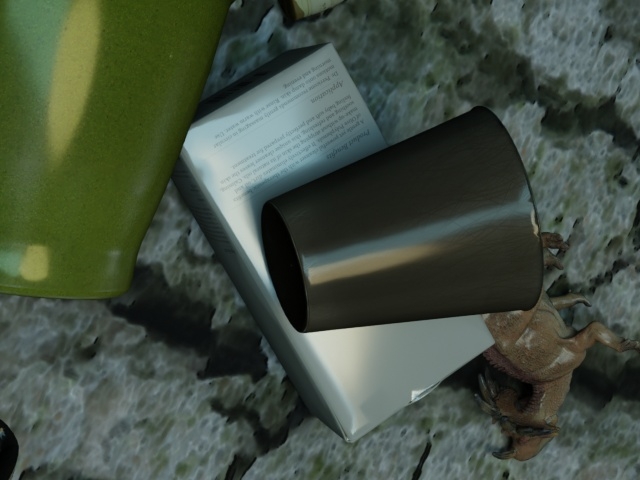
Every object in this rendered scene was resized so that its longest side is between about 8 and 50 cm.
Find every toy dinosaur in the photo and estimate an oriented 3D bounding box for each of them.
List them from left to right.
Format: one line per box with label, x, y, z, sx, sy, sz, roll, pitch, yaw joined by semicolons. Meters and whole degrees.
toy dinosaur;0.221;0.110;1.429;0.200;0.127;0.295;-38;99;-3

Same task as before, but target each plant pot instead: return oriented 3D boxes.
plant pot;-0.260;-0.136;1.126;0.367;0.366;0.352;7;93;-18

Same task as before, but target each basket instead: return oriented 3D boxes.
basket;0.071;-0.001;1.196;0.227;0.154;0.204;-16;96;-15

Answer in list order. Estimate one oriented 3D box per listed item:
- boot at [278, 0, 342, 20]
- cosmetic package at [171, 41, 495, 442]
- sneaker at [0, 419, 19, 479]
boot;0.014;-0.355;1.341;0.165;0.077;0.213;-19;105;-14
cosmetic package;0.000;0.000;1.329;0.197;0.155;0.365;-31;104;-13
sneaker;-0.446;0.256;1.068;0.169;0.257;0.447;52;41;7
